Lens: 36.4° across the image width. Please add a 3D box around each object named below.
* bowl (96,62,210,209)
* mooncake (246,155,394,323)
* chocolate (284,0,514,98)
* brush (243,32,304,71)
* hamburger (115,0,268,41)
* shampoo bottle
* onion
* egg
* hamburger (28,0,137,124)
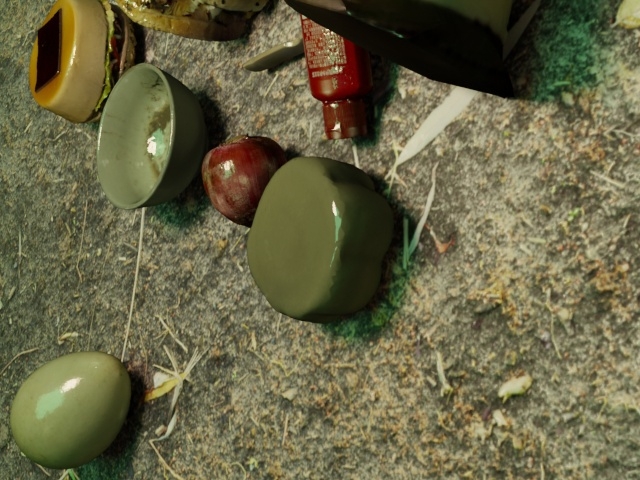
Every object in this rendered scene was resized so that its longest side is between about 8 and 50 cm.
[{"bbox_3d":[-0.313,-0.195,1.933,0.289,0.146,0.289,-10,76,47],"label":"bowl"},{"bbox_3d":[0.000,0.000,1.540,0.275,0.135,0.275,-10,77,51],"label":"mooncake"},{"bbox_3d":[0.138,-0.390,1.326,0.326,0.314,0.297,36,106,48],"label":"chocolate"},{"bbox_3d":[-0.015,-0.333,1.683,0.321,0.060,0.050,-13,83,47],"label":"brush"},{"bbox_3d":[-0.258,-0.527,1.852,0.195,0.276,0.318,-53,51,40],"label":"hamburger"},{"bbox_3d":[0.024,-0.320,1.548,0.118,0.076,0.314,-2,101,36],"label":"shampoo bottle"},{"bbox_3d":[-0.120,-0.087,1.694,0.159,0.159,0.195,-13,97,47],"label":"onion"},{"bbox_3d":[-0.501,0.340,1.991,0.295,0.218,0.218,-39,54,23],"label":"egg"},{"bbox_3d":[-0.533,-0.406,2.209,0.300,0.176,0.300,-12,74,48],"label":"hamburger"}]
